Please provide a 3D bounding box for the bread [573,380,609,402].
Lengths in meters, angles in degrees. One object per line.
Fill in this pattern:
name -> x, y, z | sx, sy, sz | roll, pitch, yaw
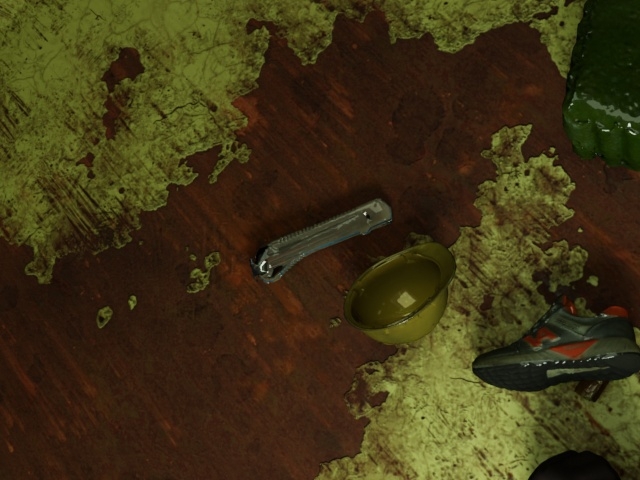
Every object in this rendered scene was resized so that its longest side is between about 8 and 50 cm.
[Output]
bread -> 0.534, 0.272, 1.646 | 0.047, 0.036, 0.083 | 34, 92, 28

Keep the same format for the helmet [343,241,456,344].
helmet -> 0.187, 0.135, 1.780 | 0.257, 0.140, 0.205 | -30, 36, 3

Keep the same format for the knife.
knife -> 0.001, -0.002, 1.950 | 0.365, 0.043, 0.089 | -25, 103, 16

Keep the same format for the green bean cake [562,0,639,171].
green bean cake -> 0.650, -0.307, 1.627 | 0.335, 0.218, 0.319 | 15, 78, 20

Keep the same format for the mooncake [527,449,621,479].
mooncake -> 0.485, 0.509, 1.496 | 0.141, 0.283, 0.283 | -17, 69, -15

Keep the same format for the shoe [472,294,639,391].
shoe -> 0.452, 0.188, 1.656 | 0.336, 0.132, 0.171 | -14, 53, 33
